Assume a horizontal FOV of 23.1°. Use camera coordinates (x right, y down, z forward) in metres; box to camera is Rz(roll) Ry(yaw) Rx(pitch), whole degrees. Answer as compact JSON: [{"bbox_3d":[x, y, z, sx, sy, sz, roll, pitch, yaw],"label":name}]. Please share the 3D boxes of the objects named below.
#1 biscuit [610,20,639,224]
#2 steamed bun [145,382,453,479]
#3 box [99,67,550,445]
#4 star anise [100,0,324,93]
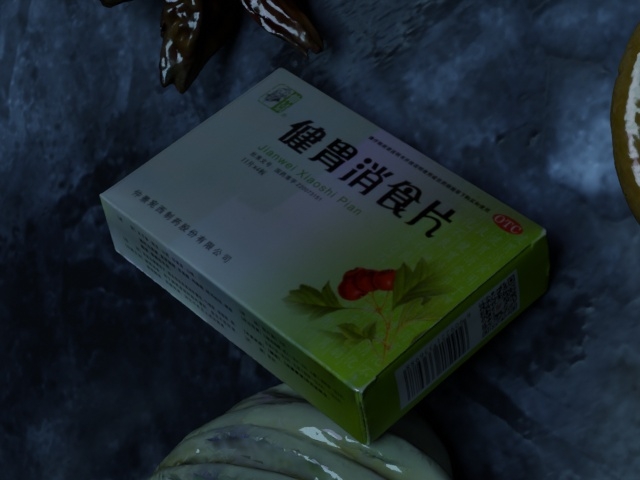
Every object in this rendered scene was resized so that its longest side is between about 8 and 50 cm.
[{"bbox_3d":[0.249,-0.056,0.964,0.144,0.033,0.224,-41,63,25],"label":"biscuit"},{"bbox_3d":[-0.035,0.224,1.034,0.268,0.207,0.280,48,110,30],"label":"steamed bun"},{"bbox_3d":[0.000,0.000,1.057,0.175,0.062,0.260,-38,52,-24],"label":"box"},{"bbox_3d":[-0.066,-0.245,1.181,0.288,0.088,0.288,-3,84,34],"label":"star anise"}]
